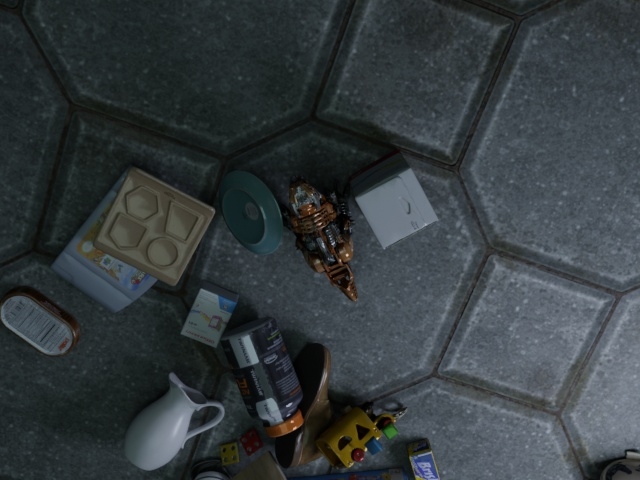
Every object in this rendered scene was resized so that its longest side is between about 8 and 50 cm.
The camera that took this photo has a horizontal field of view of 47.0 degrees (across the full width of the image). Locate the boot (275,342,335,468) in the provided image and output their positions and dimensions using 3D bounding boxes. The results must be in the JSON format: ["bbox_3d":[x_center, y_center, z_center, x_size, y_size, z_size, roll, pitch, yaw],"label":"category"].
[{"bbox_3d":[-0.016,0.377,1.703,0.115,0.112,0.305,5,106,-35],"label":"boot"}]

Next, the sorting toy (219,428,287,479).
[{"bbox_3d":[-0.134,0.576,1.719,0.132,0.046,0.274,-40,67,10],"label":"sorting toy"}]

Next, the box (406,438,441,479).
[{"bbox_3d":[0.258,0.569,1.779,0.059,0.054,0.169,-17,107,3],"label":"box"}]

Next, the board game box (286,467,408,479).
[{"bbox_3d":[0.069,0.723,1.806,0.308,0.086,0.302,-5,108,0],"label":"board game box"}]

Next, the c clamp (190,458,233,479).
[{"bbox_3d":[-0.233,0.586,1.788,0.137,0.022,0.161,-32,108,13],"label":"c clamp"}]

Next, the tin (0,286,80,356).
[{"bbox_3d":[-0.626,0.183,1.635,0.189,0.040,0.106,40,107,-13],"label":"tin"}]

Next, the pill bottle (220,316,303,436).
[{"bbox_3d":[-0.118,0.302,1.614,0.130,0.130,0.246,-21,93,5],"label":"pill bottle"}]

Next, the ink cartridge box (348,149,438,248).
[{"bbox_3d":[0.145,-0.087,1.499,0.127,0.176,0.128,-29,106,7],"label":"ink cartridge box"}]

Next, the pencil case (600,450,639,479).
[{"bbox_3d":[0.793,0.730,1.792,0.160,0.183,0.410,-10,108,19],"label":"pencil case"}]

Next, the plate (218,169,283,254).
[{"bbox_3d":[-0.152,-0.053,1.516,0.188,0.024,0.188,24,128,35],"label":"plate"}]

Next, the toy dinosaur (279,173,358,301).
[{"bbox_3d":[0.000,0.000,1.487,0.164,0.218,0.322,-6,124,-7],"label":"toy dinosaur"}]

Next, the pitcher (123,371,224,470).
[{"bbox_3d":[-0.336,0.429,1.689,0.178,0.125,0.207,35,92,-28],"label":"pitcher"}]

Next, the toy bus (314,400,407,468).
[{"bbox_3d":[0.083,0.428,1.681,0.191,0.202,0.104,-40,87,19],"label":"toy bus"}]

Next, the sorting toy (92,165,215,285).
[{"bbox_3d":[-0.345,-0.029,1.525,0.193,0.038,0.208,28,109,-10],"label":"sorting toy"}]

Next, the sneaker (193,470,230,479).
[{"bbox_3d":[-0.225,0.710,1.761,0.126,0.127,0.321,-16,110,8],"label":"sneaker"}]

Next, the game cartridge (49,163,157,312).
[{"bbox_3d":[-0.415,0.007,1.577,0.198,0.062,0.297,39,103,-9],"label":"game cartridge"}]

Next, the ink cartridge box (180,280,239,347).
[{"bbox_3d":[-0.246,0.165,1.632,0.088,0.052,0.122,23,107,-9],"label":"ink cartridge box"}]
